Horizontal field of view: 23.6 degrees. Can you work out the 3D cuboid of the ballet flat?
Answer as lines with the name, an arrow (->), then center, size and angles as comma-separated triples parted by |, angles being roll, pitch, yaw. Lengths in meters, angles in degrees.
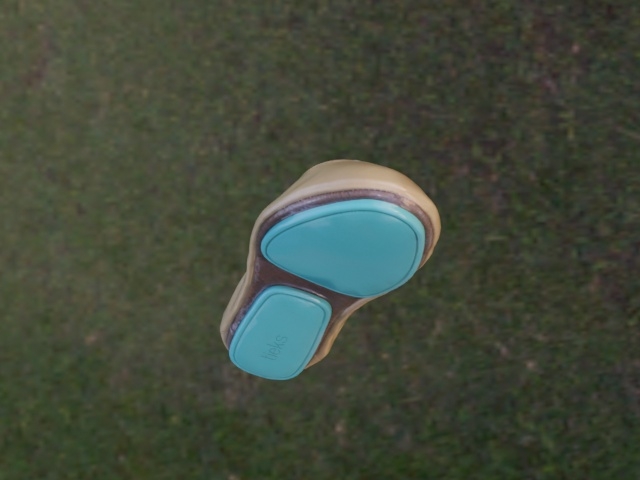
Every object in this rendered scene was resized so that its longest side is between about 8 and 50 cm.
ballet flat -> 0.000, 0.000, 0.771 | 0.232, 0.080, 0.073 | 132, 158, -59
